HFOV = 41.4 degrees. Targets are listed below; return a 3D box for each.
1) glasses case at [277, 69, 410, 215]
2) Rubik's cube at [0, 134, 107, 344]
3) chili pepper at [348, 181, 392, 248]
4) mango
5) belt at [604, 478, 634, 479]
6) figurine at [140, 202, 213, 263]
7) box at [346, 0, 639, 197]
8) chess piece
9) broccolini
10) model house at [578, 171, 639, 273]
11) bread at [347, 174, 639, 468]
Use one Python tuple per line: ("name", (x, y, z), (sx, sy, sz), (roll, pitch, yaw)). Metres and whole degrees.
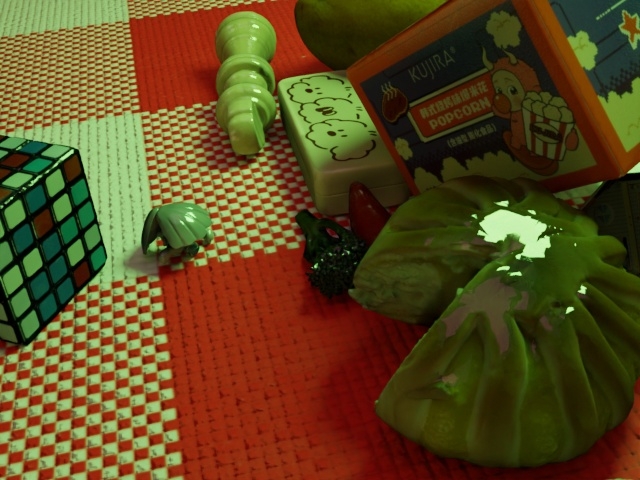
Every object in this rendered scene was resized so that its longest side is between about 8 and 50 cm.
("glasses case", (0.028, -0.161, 1.306), (0.144, 0.076, 0.336), (-10, 35, -9))
("Rubik's cube", (-0.401, -0.009, 1.037), (0.187, 0.182, 0.184), (10, 38, 20))
("chili pepper", (0.091, 0.009, 1.061), (0.071, 0.063, 0.272), (-26, 41, -11))
("mango", (0.136, -0.361, 1.438), (0.378, 0.264, 0.221), (8, 81, 24))
("belt", (0.205, 0.247, 0.640), (0.163, 0.148, 0.082), (16, 26, -21))
("figurine", (-0.191, -0.008, 1.122), (0.086, 0.082, 0.094), (18, 48, 3))
("box", (0.278, -0.226, 1.067), (0.318, 0.257, 0.348), (-33, 9, -27))
("chess piece", (-0.126, -0.269, 1.456), (0.117, 0.117, 0.397), (-6, 36, -2))
("broccolini", (0.015, 0.008, 1.091), (0.068, 0.091, 0.203), (33, 13, -20))
("model house", (0.377, -0.008, 0.981), (0.219, 0.208, 0.136), (-9, 1, -39))
("bread", (0.186, 0.063, 0.855), (0.332, 0.160, 0.333), (1, 49, -1))
